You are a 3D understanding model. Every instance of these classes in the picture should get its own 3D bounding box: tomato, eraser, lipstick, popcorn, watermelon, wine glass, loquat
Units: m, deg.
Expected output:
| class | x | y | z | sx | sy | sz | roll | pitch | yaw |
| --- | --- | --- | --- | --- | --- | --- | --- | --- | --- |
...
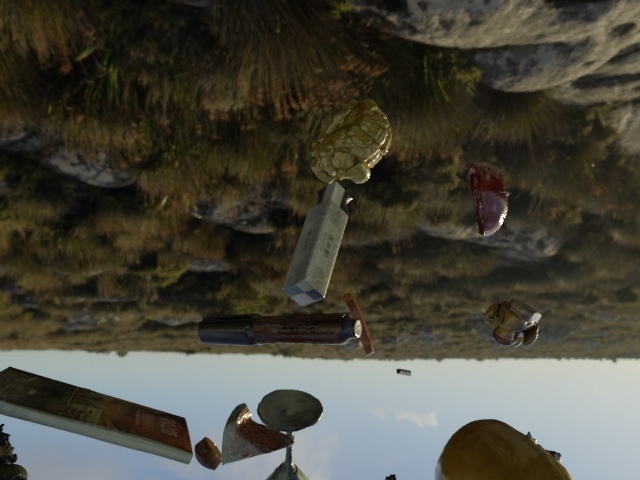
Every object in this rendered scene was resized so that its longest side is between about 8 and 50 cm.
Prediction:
| class | x | y | z | sx | sy | sz | roll | pitch | yaw |
| --- | --- | --- | --- | --- | --- | --- | --- | --- | --- |
| tomato | 0.502 | -0.124 | 1.485 | 0.101 | 0.228 | 0.228 | -6 | 167 | 9 |
| eraser | 0.000 | 0.000 | 1.521 | 0.096 | 0.404 | 0.098 | -23 | 126 | 40 |
| lipstick | -0.103 | 0.203 | 1.157 | 0.418 | 0.077 | 0.077 | -6 | 166 | 28 |
| popcorn | 0.061 | -0.205 | 1.069 | 0.140 | 0.194 | 0.163 | 47 | -171 | -18 |
| watermelon | -0.153 | 0.463 | 1.128 | 0.158 | 0.121 | 0.098 | 25 | -170 | 17 |
| wine glass | -0.103 | 0.703 | 1.618 | 0.266 | 0.407 | 0.267 | 1 | -160 | 0 |
| loquat | 0.394 | 0.586 | 1.126 | 0.328 | 0.359 | 0.328 | 43 | 170 | 10 |

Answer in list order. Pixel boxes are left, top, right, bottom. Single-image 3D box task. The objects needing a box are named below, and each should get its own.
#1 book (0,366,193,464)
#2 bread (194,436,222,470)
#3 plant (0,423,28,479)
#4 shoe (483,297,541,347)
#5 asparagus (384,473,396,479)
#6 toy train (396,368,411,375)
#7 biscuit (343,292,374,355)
| class | x | y | z | sx | sy | sz | roll | pitch | yaw |
| --- | --- | --- | --- | --- | --- | --- | --- | --- | --- |
| book | -0.424 | 0.316 | 0.939 | 0.373 | 0.028 | 0.262 | 22 | 168 | -15 |
| bread | -0.300 | 0.571 | 1.346 | 0.053 | 0.085 | 0.085 | -42 | 174 | -11 |
| plant | -0.485 | 0.337 | 0.750 | 0.174 | 0.087 | 0.085 | 27 | 168 | 37 |
| shoe | 0.270 | 0.116 | 0.717 | 0.072 | 0.069 | 0.109 | 34 | -177 | 9 |
| asparagus | 0.155 | 0.580 | 1.019 | 0.022 | 0.233 | 0.023 | -4 | -172 | 35 |
| toy train | 0.281 | 0.437 | 1.681 | 0.017 | 0.017 | 0.083 | -36 | 142 | 30 |
| biscuit | 0.121 | 0.257 | 1.597 | 0.036 | 0.192 | 0.186 | -21 | 179 | -1 |
